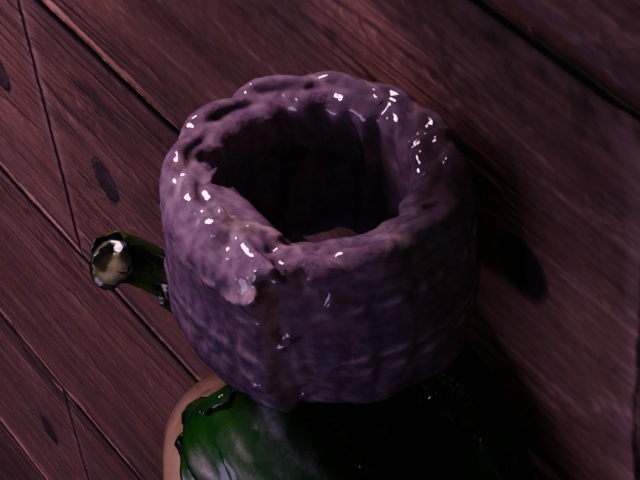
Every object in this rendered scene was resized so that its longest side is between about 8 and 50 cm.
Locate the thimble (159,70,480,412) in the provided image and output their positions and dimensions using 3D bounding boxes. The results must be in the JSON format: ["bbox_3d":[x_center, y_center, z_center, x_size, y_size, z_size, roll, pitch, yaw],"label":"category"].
[{"bbox_3d":[-0.001,-0.002,0.881,0.150,0.150,0.097,44,152,37],"label":"thimble"}]

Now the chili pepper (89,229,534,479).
[{"bbox_3d":[-0.004,0.083,0.975,0.261,0.165,0.174,54,176,8],"label":"chili pepper"}]

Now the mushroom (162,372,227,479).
[{"bbox_3d":[-0.036,0.158,1.203,0.166,0.127,0.166,172,90,-80],"label":"mushroom"}]
